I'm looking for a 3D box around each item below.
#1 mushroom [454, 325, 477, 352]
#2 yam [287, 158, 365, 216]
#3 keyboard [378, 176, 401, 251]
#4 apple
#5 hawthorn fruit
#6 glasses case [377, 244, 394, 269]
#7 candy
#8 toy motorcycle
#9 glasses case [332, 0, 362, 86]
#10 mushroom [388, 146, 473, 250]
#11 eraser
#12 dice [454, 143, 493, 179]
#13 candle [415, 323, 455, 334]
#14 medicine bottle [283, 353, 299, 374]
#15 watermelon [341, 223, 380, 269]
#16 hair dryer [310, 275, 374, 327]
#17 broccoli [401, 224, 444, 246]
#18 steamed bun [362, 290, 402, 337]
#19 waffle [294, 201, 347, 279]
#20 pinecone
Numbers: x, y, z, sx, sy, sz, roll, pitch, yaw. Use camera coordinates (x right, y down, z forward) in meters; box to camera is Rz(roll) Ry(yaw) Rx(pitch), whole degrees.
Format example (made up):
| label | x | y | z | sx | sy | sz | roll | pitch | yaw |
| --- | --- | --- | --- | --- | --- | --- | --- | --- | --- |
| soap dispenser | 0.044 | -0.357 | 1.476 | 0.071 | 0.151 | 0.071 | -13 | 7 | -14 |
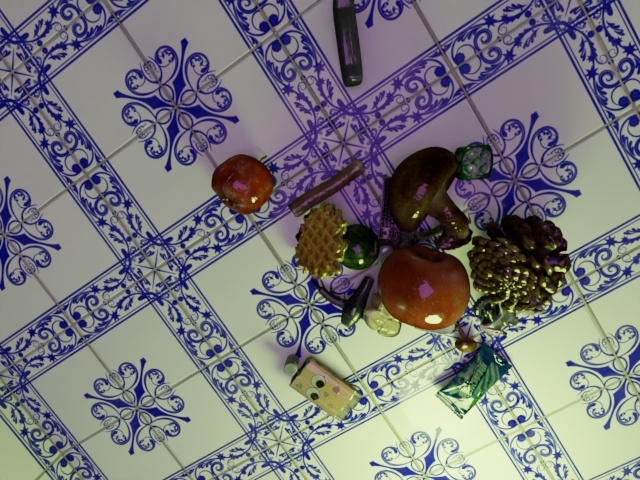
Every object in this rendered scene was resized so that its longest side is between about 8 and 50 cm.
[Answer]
| label | x | y | z | sx | sy | sz | roll | pitch | yaw |
| --- | --- | --- | --- | --- | --- | --- | --- | --- | --- |
| mushroom | 0.609 | 0.430 | 1.775 | 0.130 | 0.072 | 0.088 | 54 | 143 | 0 |
| yam | 0.025 | -0.212 | 1.684 | 0.356 | 0.081 | 0.081 | -34 | 97 | 10 |
| keyboard | 0.298 | -0.104 | 1.712 | 0.106 | 0.027 | 0.317 | 3 | 101 | 4 |
| apple | 0.389 | 0.171 | 1.565 | 0.348 | 0.348 | 0.277 | 8 | 111 | 3 |
| hawthorn fruit | -0.291 | -0.247 | 1.648 | 0.241 | 0.242 | 0.272 | 37 | 71 | -4 |
| glasses case | 0.285 | 0.111 | 1.733 | 0.076 | 0.049 | 0.197 | -10 | 112 | 12 |
| candy | 0.663 | 0.613 | 1.804 | 0.187 | 0.077 | 0.331 | 41 | 99 | -7 |
| toy motorcycle | 0.781 | 0.290 | 1.707 | 0.326 | 0.143 | 0.188 | -10 | 110 | -9 |
| glasses case | 0.101 | -0.746 | 1.544 | 0.074 | 0.131 | 0.324 | -9 | 101 | 0 |
| mushroom | 0.411 | -0.147 | 1.526 | 0.330 | 0.334 | 0.356 | -24 | 63 | -22 |
| eraser | 0.026 | 0.662 | 1.854 | 0.290 | 0.087 | 0.171 | 36 | 103 | -3 |
| dice | 0.588 | -0.302 | 1.598 | 0.120 | 0.128 | 0.131 | -2 | 102 | 6 |
| candle | 0.472 | 0.322 | 1.764 | 0.168 | 0.068 | 0.192 | -32 | 93 | 10 |
| medicine bottle | -0.128 | 0.552 | 1.841 | 0.058 | 0.091 | 0.058 | 1 | 101 | 4 |
| watermelon | 0.154 | 0.030 | 1.655 | 0.187 | 0.214 | 0.188 | -18 | 118 | -36 |
| hair dryer | 0.079 | 0.219 | 1.770 | 0.271 | 0.091 | 0.236 | 26 | 93 | 3 |
| broccoli | 0.428 | -0.027 | 1.691 | 0.203 | 0.118 | 0.123 | -14 | 70 | -9 |
| steamed bun | 0.271 | 0.305 | 1.758 | 0.192 | 0.106 | 0.178 | 16 | 98 | -8 |
| waffle | -0.003 | 0.000 | 1.654 | 0.060 | 0.307 | 0.312 | 4 | 93 | -41 |
| pinecone | 0.765 | 0.059 | 1.548 | 0.383 | 0.384 | 0.385 | 1 | 101 | 4 |
